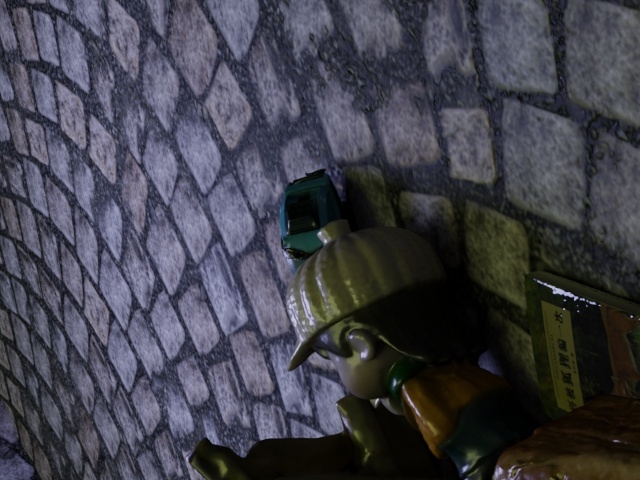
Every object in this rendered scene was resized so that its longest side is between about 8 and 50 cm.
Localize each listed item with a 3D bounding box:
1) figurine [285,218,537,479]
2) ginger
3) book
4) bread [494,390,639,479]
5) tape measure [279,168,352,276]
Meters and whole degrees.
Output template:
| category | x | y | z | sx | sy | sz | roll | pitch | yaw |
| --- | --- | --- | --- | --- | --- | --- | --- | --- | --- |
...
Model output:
| category | x | y | z | sx | sy | sz | roll | pitch | yaw |
| --- | --- | --- | --- | --- | --- | --- | --- | --- | --- |
| figurine | 0.108 | 0.117 | 1.418 | 0.332 | 0.185 | 0.205 | 33 | 104 | 26 |
| ginger | 0.064 | 0.285 | 1.478 | 0.358 | 0.211 | 0.413 | 35 | -172 | -27 |
| book | 0.275 | 0.125 | 1.242 | 0.228 | 0.024 | 0.160 | 23 | 129 | 55 |
| bread | 0.305 | 0.214 | 1.038 | 0.344 | 0.195 | 0.149 | -2 | 105 | 56 |
| tape measure | 0.000 | 0.000 | 1.578 | 0.146 | 0.080 | 0.125 | -77 | -28 | -63 |
